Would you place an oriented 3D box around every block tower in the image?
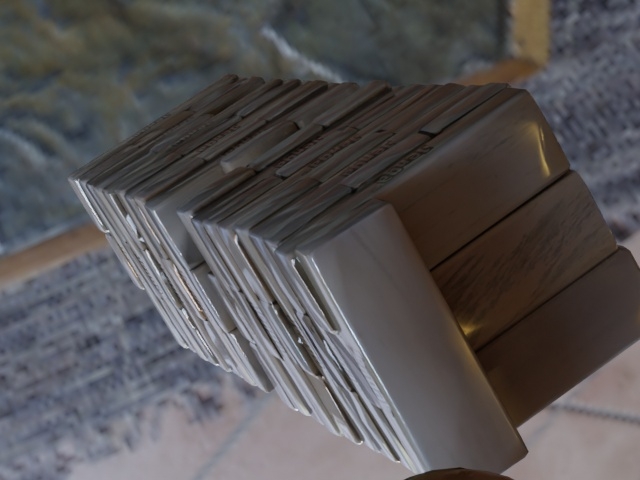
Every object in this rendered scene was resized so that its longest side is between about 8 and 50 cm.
[{"bbox_3d":[0.000,0.000,0.698,0.097,0.335,0.091,-34,106,-11],"label":"block tower"}]

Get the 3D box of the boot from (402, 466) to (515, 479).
[{"bbox_3d":[-0.020,0.189,0.430,0.095,0.262,0.203,9,164,-34],"label":"boot"}]
